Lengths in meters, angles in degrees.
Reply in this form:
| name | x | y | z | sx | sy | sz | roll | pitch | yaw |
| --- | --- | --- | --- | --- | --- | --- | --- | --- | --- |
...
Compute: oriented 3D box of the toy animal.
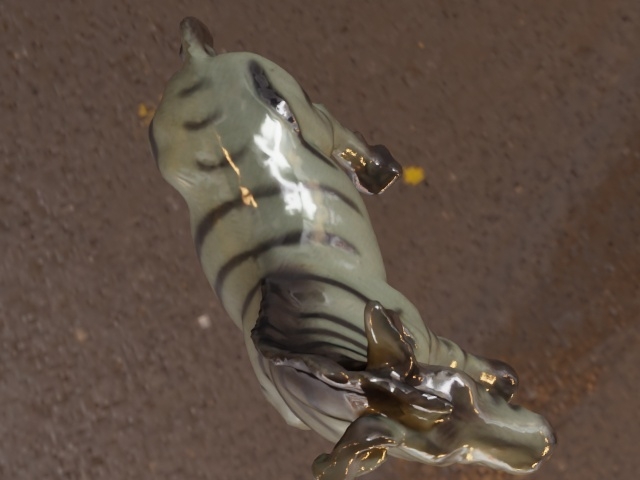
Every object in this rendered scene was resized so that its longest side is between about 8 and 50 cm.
| name | x | y | z | sx | sy | sz | roll | pitch | yaw |
| --- | --- | --- | --- | --- | --- | --- | --- | --- | --- |
| toy animal | -0.004 | 0.004 | 0.510 | 0.073 | 0.217 | 0.176 | -35 | 155 | 6 |
